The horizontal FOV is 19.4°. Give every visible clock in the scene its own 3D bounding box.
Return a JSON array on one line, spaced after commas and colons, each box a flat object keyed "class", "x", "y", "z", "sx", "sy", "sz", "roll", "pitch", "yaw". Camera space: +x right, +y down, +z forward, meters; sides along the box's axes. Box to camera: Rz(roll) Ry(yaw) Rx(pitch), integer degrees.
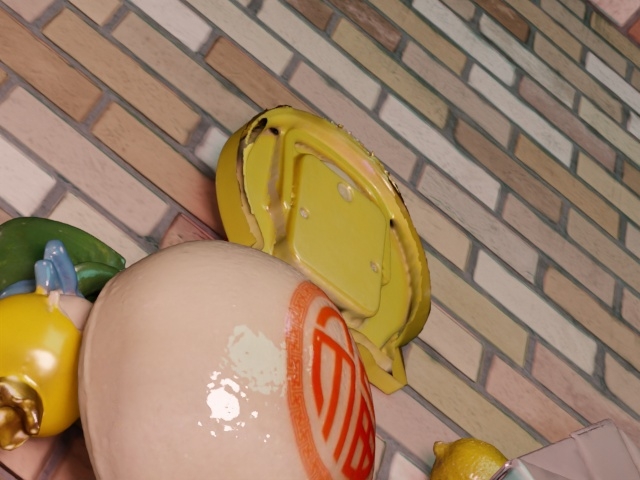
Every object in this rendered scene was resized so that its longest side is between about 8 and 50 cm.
[{"class": "clock", "x": -0.003, "y": 0.001, "z": 1.911, "sx": 0.277, "sy": 0.071, "sz": 0.293, "roll": 42, "pitch": 36, "yaw": -21}]

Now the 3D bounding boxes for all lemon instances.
[{"class": "lemon", "x": 0.146, "y": 0.230, "z": 1.767, "sx": 0.110, "sy": 0.082, "sz": 0.082, "roll": 37, "pitch": 26, "yaw": -1}]

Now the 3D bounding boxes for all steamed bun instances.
[{"class": "steamed bun", "x": -0.051, "y": 0.133, "z": 1.431, "sx": 0.283, "sy": 0.177, "sz": 0.283, "roll": -12, "pitch": 90, "yaw": -71}]

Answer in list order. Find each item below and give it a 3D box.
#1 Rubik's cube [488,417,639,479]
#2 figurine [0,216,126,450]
[{"class": "Rubik's cube", "x": 0.201, "y": 0.316, "z": 1.548, "sx": 0.231, "sy": 0.224, "sz": 0.221, "roll": 51, "pitch": 26, "yaw": 18}, {"class": "figurine", "x": -0.198, "y": 0.090, "z": 1.473, "sx": 0.185, "sy": 0.127, "sz": 0.234, "roll": 38, "pitch": 15, "yaw": -27}]
